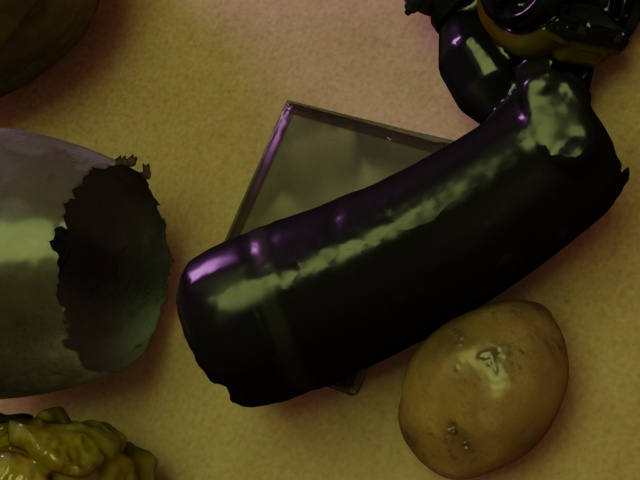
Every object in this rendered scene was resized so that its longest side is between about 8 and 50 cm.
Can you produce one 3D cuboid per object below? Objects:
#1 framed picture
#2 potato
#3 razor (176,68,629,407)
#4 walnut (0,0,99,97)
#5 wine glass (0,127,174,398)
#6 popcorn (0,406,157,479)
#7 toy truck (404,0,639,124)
[{"bbox_3d":[0.000,0.000,1.282,0.173,0.010,0.231,18,76,27],"label":"framed picture"},{"bbox_3d":[0.124,0.111,1.132,0.112,0.112,0.147,43,97,31],"label":"potato"},{"bbox_3d":[0.063,0.007,1.134,0.349,0.204,0.113,-28,71,4],"label":"razor"},{"bbox_3d":[-0.333,-0.235,1.392,0.283,0.227,0.283,-16,33,11],"label":"walnut"},{"bbox_3d":[-0.300,0.015,1.282,0.323,0.238,0.238,3,70,23],"label":"wine glass"},{"bbox_3d":[-0.236,0.211,1.210,0.195,0.168,0.173,-4,104,32],"label":"popcorn"},{"bbox_3d":[0.138,-0.196,1.242,0.224,0.147,0.165,51,121,29],"label":"toy truck"}]
